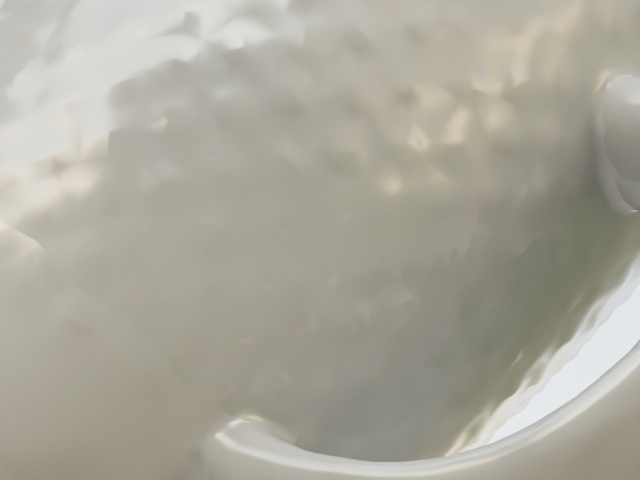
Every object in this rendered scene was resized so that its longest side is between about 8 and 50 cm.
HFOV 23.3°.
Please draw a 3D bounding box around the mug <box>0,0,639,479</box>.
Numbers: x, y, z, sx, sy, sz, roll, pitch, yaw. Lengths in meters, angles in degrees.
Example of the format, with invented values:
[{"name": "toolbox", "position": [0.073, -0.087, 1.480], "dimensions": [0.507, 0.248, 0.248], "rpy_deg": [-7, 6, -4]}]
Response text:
[{"name": "mug", "position": [0.000, 0.000, 0.607], "dimensions": [0.374, 0.328, 0.276], "rpy_deg": [18, -37, 46]}]
